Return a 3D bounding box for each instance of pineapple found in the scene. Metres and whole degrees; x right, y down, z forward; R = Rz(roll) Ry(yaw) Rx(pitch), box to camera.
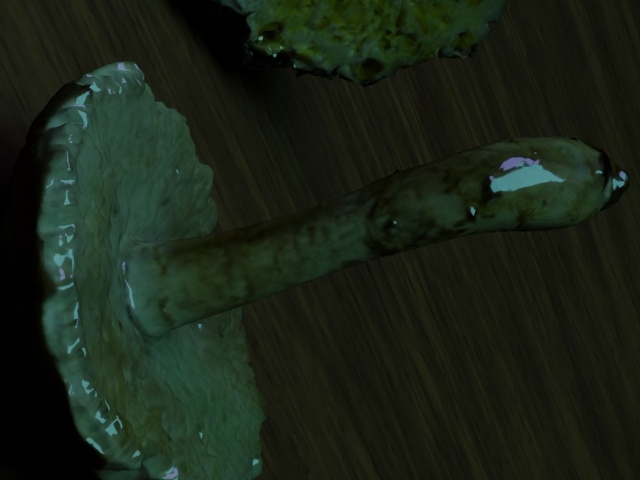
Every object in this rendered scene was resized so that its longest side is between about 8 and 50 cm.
[{"bbox_3d":[0.000,-0.279,1.161,0.262,0.262,0.271,51,10,-43],"label":"pineapple"}]

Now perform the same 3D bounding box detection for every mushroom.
[{"bbox_3d":[-0.027,-0.019,0.819,0.208,0.302,0.233,47,0,20],"label":"mushroom"}]
